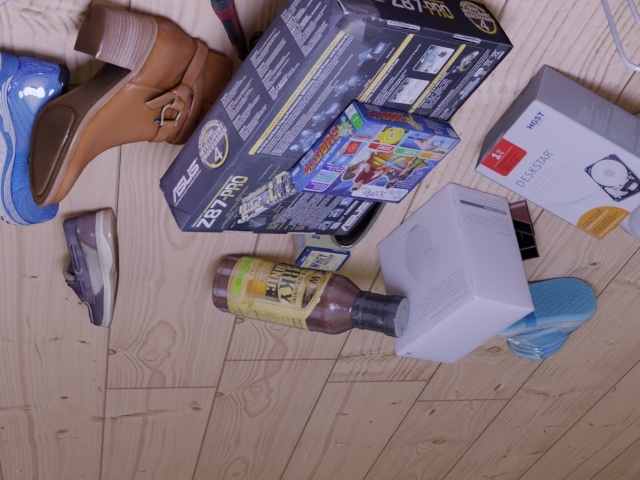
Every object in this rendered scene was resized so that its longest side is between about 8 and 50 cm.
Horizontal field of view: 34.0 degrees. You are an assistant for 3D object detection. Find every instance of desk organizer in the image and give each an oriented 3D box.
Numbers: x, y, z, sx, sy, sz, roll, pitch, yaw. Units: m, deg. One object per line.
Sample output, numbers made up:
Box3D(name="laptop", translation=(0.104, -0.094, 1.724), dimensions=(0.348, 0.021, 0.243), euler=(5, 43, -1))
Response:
Box3D(name="desk organizer", translation=(0.359, -0.015, 1.873), dimensions=(0.047, 0.050, 0.130), euler=(-14, 148, 12))

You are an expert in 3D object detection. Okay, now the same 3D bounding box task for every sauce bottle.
Box3D(name="sauce bottle", translation=(-0.017, 0.101, 1.814), dimensions=(0.344, 0.111, 0.111), euler=(9, 154, 21))

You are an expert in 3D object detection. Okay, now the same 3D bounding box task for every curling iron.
Box3D(name="curling iron", translation=(-0.110, -0.307, 1.319), dimensions=(0.068, 0.035, 0.274), euler=(-17, 148, 9))

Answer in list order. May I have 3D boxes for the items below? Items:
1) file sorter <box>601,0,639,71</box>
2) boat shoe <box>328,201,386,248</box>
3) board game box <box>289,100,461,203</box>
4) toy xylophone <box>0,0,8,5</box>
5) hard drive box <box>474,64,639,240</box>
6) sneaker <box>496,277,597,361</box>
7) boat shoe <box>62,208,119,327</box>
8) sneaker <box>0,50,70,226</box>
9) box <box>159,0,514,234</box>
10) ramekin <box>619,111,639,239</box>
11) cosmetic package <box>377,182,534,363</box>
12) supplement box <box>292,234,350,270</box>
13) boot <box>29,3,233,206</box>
Box3D(name="file sorter", translation=(0.454, -0.355, 1.224), dimensions=(0.192, 0.173, 0.278), euler=(-6, 148, -3))
Box3D(name="boat shoe", translation=(0.069, -0.099, 1.639), dimensions=(0.109, 0.091, 0.305), euler=(1, 148, -14))
Box3D(name="board game box", translation=(0.074, -0.109, 1.359), dimensions=(0.201, 0.035, 0.136), euler=(5, 138, -48))
Box3D(name="toy xylophone", translation=(-0.478, -0.334, 1.154), dimensions=(0.236, 0.081, 0.323), euler=(-19, 147, 18))
Box3D(name="hard drive box", translation=(0.381, -0.128, 1.575), dimensions=(0.232, 0.089, 0.181), euler=(28, 141, -5))
Box3D(name="sneaker", translation=(0.382, 0.176, 2.120), dimensions=(0.318, 0.127, 0.208), euler=(0, 147, -9))
Box3D(name="boat shoe", translation=(-0.392, 0.049, 1.785), dimensions=(0.092, 0.103, 0.285), euler=(4, 144, -8))
Box3D(name="sneaker", translation=(-0.388, -0.128, 1.466), dimensions=(0.147, 0.130, 0.330), euler=(1, 148, -8))
Box3D(name="box", translation=(0.018, -0.159, 1.365), dimensions=(0.318, 0.097, 0.395), euler=(-2, 144, -44))
Box3D(name="ramekin", translation=(0.587, -0.103, 1.704), dimensions=(0.272, 0.127, 0.273), euler=(-5, 148, -3))
Box3D(name="cosmetic package", translation=(0.228, 0.063, 1.807), dimensions=(0.138, 0.225, 0.224), euler=(13, 144, -30))
Box3D(name="supplement box", translation=(0.000, 0.000, 1.793), dimensions=(0.083, 0.083, 0.056), euler=(7, 146, -22))
Box3D(name="boot", translation=(-0.249, -0.156, 1.386), dimensions=(0.220, 0.109, 0.284), euler=(15, 100, -45))
